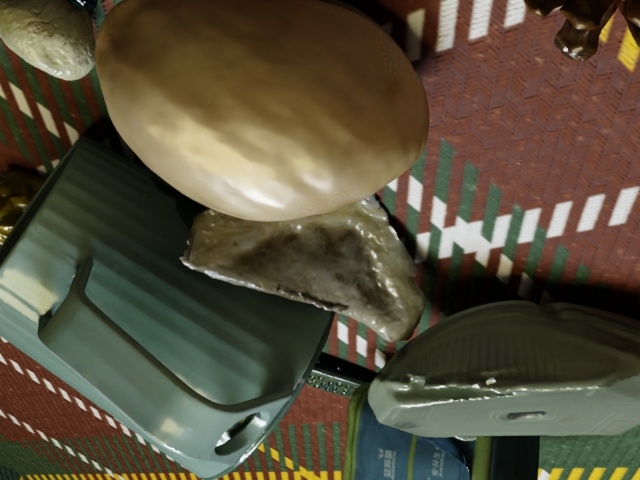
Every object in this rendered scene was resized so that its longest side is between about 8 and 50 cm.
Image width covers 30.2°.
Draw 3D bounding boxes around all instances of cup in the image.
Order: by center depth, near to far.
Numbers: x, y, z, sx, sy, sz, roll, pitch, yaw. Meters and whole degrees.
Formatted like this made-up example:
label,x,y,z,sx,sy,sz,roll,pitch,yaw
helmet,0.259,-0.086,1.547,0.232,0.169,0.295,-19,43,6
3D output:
label,x,y,z,sx,sy,sz,roll,pitch,yaw
cup,-0.190,0.080,1.448,0.392,0.310,0.401,34,165,-16

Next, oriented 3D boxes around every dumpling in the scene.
label,x,y,z,sx,sy,sz,roll,pitch,yaw
dumpling,-0.003,0.002,1.402,0.332,0.166,0.086,22,-175,-30

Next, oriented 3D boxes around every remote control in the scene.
label,x,y,z,sx,sy,sz,roll,pitch,yaw
remote control,-0.008,0.203,1.852,0.222,0.042,0.072,20,153,-2

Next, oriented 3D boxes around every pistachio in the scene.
label,x,y,z,sx,sy,sz,roll,pitch,yaw
pistachio,-0.053,-0.131,1.100,0.309,0.229,0.230,27,153,-4

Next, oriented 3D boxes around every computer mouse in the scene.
label,x,y,z,sx,sy,sz,roll,pitch,yaw
computer mouse,0.266,0.153,1.461,0.429,0.145,0.228,-5,152,15

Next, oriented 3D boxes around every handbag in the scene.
label,x,y,z,sx,sy,sz,roll,pitch,yaw
handbag,0.175,0.328,1.715,0.241,0.263,0.222,-1,173,31

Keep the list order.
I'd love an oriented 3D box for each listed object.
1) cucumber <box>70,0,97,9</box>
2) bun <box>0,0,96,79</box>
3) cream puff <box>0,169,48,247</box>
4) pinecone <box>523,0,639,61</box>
label,x,y,z,sx,sy,sz,roll,pitch,yaw
cucumber,-0.259,-0.273,1.157,0.032,0.032,0.133,3,149,31
bun,-0.274,-0.218,1.208,0.115,0.115,0.069,32,108,-22
cream puff,-0.403,-0.023,1.632,0.146,0.116,0.146,15,149,9
pinecone,0.216,-0.216,0.785,0.186,0.168,0.212,28,143,17
